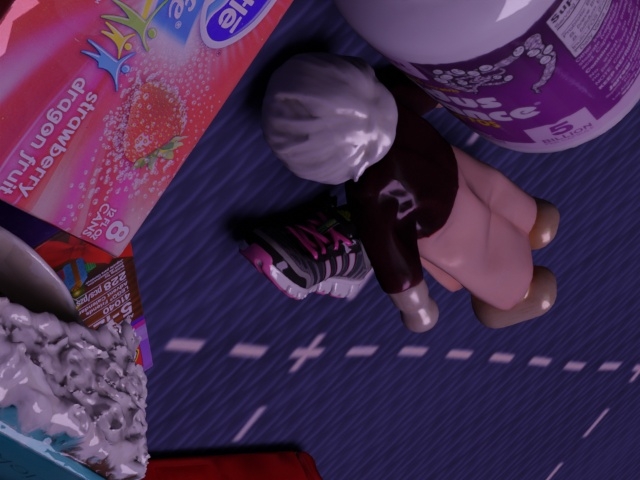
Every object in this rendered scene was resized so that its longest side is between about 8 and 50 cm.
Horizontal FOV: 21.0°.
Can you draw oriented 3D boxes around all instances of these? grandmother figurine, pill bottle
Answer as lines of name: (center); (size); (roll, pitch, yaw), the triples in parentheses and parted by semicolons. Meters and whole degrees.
grandmother figurine: (0.069, -0.035, 1.270); (0.104, 0.207, 0.342); (-17, 149, 27)
pill bottle: (0.101, -0.173, 1.087); (0.169, 0.169, 0.301); (-48, 151, 7)

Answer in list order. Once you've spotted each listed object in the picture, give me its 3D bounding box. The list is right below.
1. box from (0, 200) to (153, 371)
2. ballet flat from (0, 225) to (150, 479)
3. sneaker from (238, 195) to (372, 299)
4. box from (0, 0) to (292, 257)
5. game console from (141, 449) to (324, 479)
box: (-0.249, 0.086, 1.104); (0.293, 0.057, 0.201); (-32, 150, -20)
ballet flat: (-0.245, 0.024, 0.935); (0.147, 0.147, 0.409); (-47, 133, 6)
sneaker: (0.000, 0.000, 1.308); (0.075, 0.063, 0.170); (-52, 156, 15)
box: (-0.095, -0.165, 0.810); (0.300, 0.142, 0.154); (-55, 143, 2)
game console: (-0.184, 0.339, 1.550); (0.342, 0.060, 0.386); (10, 121, -50)
